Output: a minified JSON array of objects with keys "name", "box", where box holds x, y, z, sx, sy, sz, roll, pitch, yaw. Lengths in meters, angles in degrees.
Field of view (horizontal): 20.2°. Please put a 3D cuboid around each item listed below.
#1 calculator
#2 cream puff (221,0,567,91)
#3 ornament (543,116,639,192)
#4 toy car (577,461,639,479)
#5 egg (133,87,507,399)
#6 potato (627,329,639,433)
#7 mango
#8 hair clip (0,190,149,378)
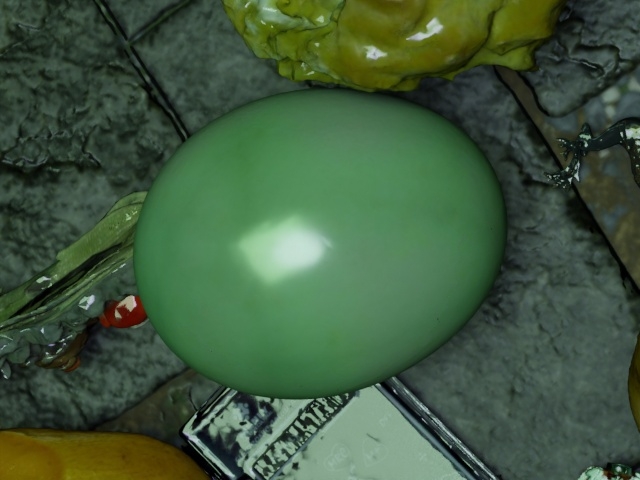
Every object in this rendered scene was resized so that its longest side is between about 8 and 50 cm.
[{"name":"calculator","box":[0.032,0.191,1.385,0.274,0.028,0.165,44,102,11]},{"name":"cream puff","box":[0.063,-0.196,1.284,0.282,0.185,0.281,-9,55,13]},{"name":"ornament","box":[0.226,-0.059,1.323,0.125,0.028,0.073,-19,86,14]},{"name":"toy car","box":[0.246,0.199,1.319,0.122,0.035,0.059,10,88,19]},{"name":"egg","box":[0.000,0.000,1.288,0.270,0.220,0.220,-20,86,-6]},{"name":"potato","box":[0.340,0.160,1.229,0.196,0.176,0.369,-22,87,-28]},{"name":"mango","box":[-0.201,0.238,1.403,0.257,0.138,0.187,-6,72,13]},{"name":"hair clip","box":[-0.241,0.073,1.422,0.321,0.138,0.091,-24,115,15]}]
